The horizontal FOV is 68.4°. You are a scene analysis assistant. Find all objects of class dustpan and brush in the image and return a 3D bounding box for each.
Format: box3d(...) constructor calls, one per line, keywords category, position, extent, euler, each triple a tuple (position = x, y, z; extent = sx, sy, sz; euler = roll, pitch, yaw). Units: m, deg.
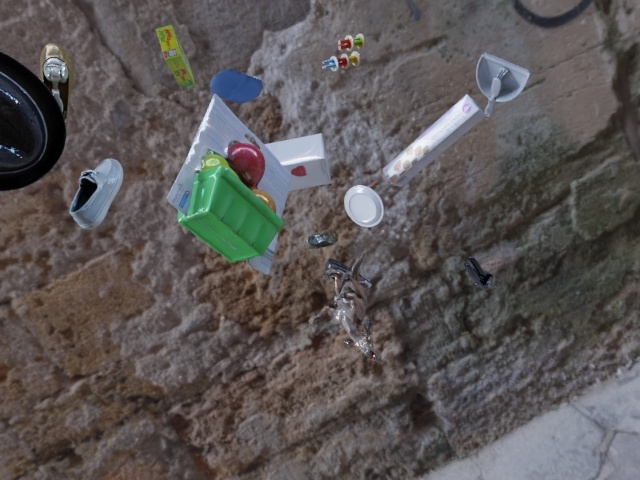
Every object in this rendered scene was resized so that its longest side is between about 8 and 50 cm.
box3d(category="dustpan and brush", position=(0.522, -0.444, 1.400), extent=(0.147, 0.211, 0.060), euler=(32, 83, 19))

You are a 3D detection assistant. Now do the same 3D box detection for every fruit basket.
box3d(category="fruit basket", position=(-0.208, -0.135, 1.173), extent=(0.166, 0.327, 0.353), euler=(-20, 46, 28))

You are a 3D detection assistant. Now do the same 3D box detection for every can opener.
box3d(category="can opener", position=(0.492, 0.105, 1.484), extent=(0.073, 0.186, 0.059), euler=(13, 75, 39))

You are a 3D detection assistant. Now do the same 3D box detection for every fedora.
box3d(category="fedora", position=(-0.706, -0.256, 0.985), extent=(0.334, 0.334, 0.153), euler=(-36, 31, -26))

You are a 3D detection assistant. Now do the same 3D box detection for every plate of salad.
box3d(category="plate of salad", position=(0.197, -0.154, 2.102), extent=(0.200, 0.199, 0.048), euler=(-7, 20, 39))

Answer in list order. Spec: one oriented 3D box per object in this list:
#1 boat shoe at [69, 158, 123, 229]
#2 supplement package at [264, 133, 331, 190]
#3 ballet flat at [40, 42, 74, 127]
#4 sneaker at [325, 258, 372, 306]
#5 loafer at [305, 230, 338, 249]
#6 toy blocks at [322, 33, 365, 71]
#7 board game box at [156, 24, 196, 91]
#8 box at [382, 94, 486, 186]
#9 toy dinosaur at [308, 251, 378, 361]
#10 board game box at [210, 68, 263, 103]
box3d(category="boat shoe", position=(-0.580, -0.139, 1.218), extent=(0.079, 0.081, 0.227), euler=(-5, 55, 13))
box3d(category="supplement package", position=(-0.113, -0.360, 2.224), extent=(0.293, 0.177, 0.175), euler=(-10, 53, 7))
box3d(category="ballet flat", position=(-0.698, -0.407, 1.253), extent=(0.080, 0.232, 0.073), euler=(-4, 11, -28))
box3d(category="sneaker", position=(0.084, 0.186, 1.863), extent=(0.162, 0.281, 0.106), euler=(-54, 46, 5))
box3d(category="loafer", position=(0.000, 0.000, 1.733), extent=(0.148, 0.056, 0.050), euler=(-6, -22, -38))
box3d(category="toy blocks", position=(0.079, -0.666, 1.676), extent=(0.148, 0.123, 0.054), euler=(-23, 61, -27))
box3d(category="board game box", position=(-0.398, -0.502, 1.312), extent=(0.043, 0.092, 0.181), euler=(-17, -7, -4))
box3d(category="box", position=(0.326, -0.283, 1.380), extent=(0.324, 0.063, 0.067), euler=(-41, -26, 29))
box3d(category="toy dinosaur", position=(0.096, 0.191, 1.356), extent=(0.127, 0.200, 0.295), euler=(-22, 42, 43))
box3d(category="board game box", position=(-0.274, -0.509, 1.530), extent=(0.169, 0.033, 0.133), euler=(9, -28, -38))
